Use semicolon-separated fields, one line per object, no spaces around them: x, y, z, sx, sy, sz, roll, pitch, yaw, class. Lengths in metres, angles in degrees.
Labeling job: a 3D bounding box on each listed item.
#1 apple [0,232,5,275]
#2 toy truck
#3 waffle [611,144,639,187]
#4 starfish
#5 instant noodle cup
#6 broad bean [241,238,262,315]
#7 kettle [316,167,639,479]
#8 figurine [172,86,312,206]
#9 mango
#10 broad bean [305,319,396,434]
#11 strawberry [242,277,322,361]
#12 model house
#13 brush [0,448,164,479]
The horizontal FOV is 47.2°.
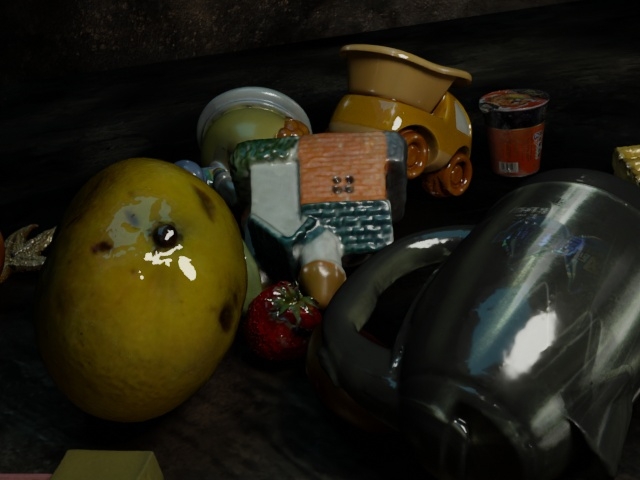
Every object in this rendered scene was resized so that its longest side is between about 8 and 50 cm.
-0.599;0.032;1.124;0.234;0.173;0.210;-7;54;40;apple
0.138;-0.201;1.257;0.288;0.212;0.204;11;6;-45;toy truck
0.597;-0.095;1.142;0.221;0.055;0.248;-5;26;9;waffle
-0.534;0.030;1.263;0.240;0.043;0.227;2;29;18;starfish
0.351;-0.192;1.321;0.127;0.136;0.127;-7;26;4;instant noodle cup
-0.155;0.025;1.047;0.072;0.153;0.207;-7;35;-32;broad bean
0.163;0.086;0.719;0.320;0.228;0.324;22;43;30;kettle
-0.169;-0.140;1.267;0.224;0.205;0.382;-35;4;36;figurine
-0.227;0.050;0.895;0.220;0.301;0.445;13;-2;-21;mango
0.044;0.149;0.800;0.114;0.084;0.165;-23;36;-32;broad bean
-0.047;0.108;0.909;0.106;0.106;0.106;-7;26;4;strawberry
0.000;0.000;1.059;0.271;0.190;0.301;-2;47;3;model house
-0.283;0.256;0.730;0.233;0.047;0.103;-2;27;16;brush
